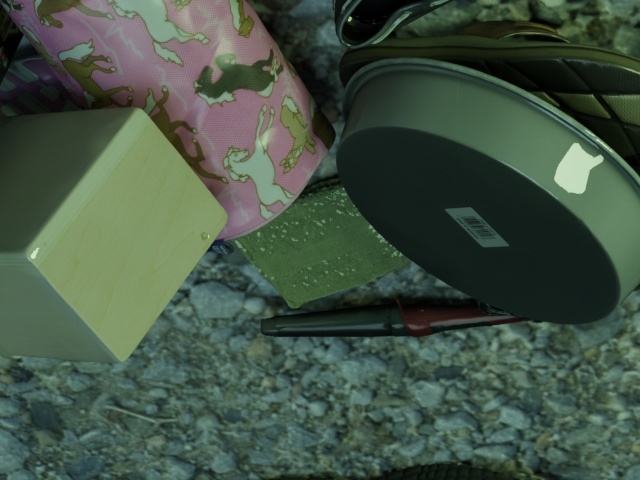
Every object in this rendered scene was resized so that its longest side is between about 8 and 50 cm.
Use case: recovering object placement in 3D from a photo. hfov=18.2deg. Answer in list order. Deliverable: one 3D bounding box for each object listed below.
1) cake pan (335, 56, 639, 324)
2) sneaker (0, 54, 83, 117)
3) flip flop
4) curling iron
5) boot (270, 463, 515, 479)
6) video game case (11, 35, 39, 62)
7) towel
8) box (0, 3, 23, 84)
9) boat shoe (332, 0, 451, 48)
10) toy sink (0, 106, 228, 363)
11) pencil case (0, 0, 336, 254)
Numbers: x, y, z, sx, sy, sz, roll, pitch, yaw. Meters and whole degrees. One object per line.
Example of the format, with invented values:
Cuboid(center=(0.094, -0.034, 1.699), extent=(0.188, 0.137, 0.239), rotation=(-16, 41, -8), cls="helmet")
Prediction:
Cuboid(center=(0.134, -0.029, 1.575), extent=(0.293, 0.054, 0.293), rotation=(27, 157, 12), cls="cake pan")
Cuboid(center=(-0.262, -0.073, 1.709), extent=(0.095, 0.104, 0.236), rotation=(45, 119, 8), cls="sneaker")
Cuboid(center=(0.147, -0.130, 1.562), extent=(0.277, 0.080, 0.112), rotation=(7, 140, 30), cls="flip flop")
Cuboid(center=(0.077, 0.060, 1.768), extent=(0.274, 0.035, 0.068), rotation=(-7, 135, 19), cls="curling iron")
Cuboid(center=(0.095, 0.332, 1.969), extent=(0.338, 0.118, 0.223), rotation=(1, 135, 29), cls="boot")
Cuboid(center=(-0.358, -0.194, 1.671), extent=(0.206, 0.026, 0.227), rotation=(-31, 117, 34), cls="video game case")
Cuboid(center=(0.000, 0.000, 1.744), extent=(0.148, 0.027, 0.110), rotation=(-22, 121, 32), cls="towel")
Cuboid(center=(-0.339, -0.117, 1.567), extent=(0.175, 0.220, 0.051), rotation=(-8, 131, 22), cls="box")
Cuboid(center=(0.094, -0.203, 1.512), extent=(0.206, 0.065, 0.075), rotation=(-25, 120, 32), cls="boat shoe")
Cuboid(center=(-0.212, -0.001, 1.550), extent=(0.234, 0.153, 0.131), rotation=(-1, 136, 47), cls="toy sink")
Cuboid(center=(-0.152, -0.171, 1.550), extent=(0.386, 0.167, 0.160), rotation=(53, 168, -28), cls="pencil case")
